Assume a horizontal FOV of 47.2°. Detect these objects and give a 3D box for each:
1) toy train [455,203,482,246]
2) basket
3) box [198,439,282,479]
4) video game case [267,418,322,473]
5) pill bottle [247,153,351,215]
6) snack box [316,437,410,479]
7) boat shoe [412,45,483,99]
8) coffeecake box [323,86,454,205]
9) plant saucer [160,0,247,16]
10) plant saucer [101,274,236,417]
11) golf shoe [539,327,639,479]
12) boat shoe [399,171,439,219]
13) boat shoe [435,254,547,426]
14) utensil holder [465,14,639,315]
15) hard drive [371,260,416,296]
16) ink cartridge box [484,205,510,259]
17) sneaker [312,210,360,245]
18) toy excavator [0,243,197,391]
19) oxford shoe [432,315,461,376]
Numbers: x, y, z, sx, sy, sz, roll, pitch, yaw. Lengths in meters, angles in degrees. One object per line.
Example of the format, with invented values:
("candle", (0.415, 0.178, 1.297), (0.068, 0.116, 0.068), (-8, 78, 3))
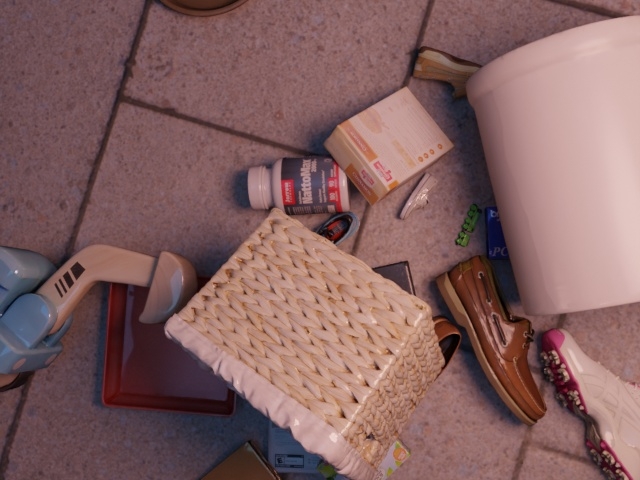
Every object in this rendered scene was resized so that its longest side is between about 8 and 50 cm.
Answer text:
("toy train", (0.274, -0.027, 1.347), (0.023, 0.017, 0.083), (24, 90, -3))
("basket", (-0.003, 0.179, 1.161), (0.331, 0.328, 0.266), (33, 76, 26))
("box", (-0.156, 0.492, 1.357), (0.201, 0.021, 0.164), (-41, 83, 10))
("video game case", (0.008, 0.334, 1.357), (0.212, 0.023, 0.194), (0, 88, 7))
("pill bottle", (-0.037, -0.100, 1.340), (0.180, 0.108, 0.108), (-4, 87, 6))
("snack box", (0.077, 0.392, 1.314), (0.141, 0.037, 0.100), (-45, 85, 3))
("boat shoe", (0.261, -0.292, 1.344), (0.190, 0.068, 0.072), (24, 102, 17))
("coffeecake box", (0.122, -0.169, 1.298), (0.185, 0.068, 0.142), (-34, 83, -33))
("plant saucer", (-0.218, -0.564, 1.416), (0.277, 0.041, 0.278), (0, 88, 7))
("plant saucer", (-0.274, 0.191, 1.383), (0.259, 0.048, 0.259), (3, 88, 7))
("golf shoe", (0.497, 0.272, 1.272), (0.140, 0.115, 0.306), (-30, 91, -6))
("boat shoe", (0.184, -0.076, 1.352), (0.035, 0.035, 0.100), (34, 85, 9))
("boat shoe", (0.320, 0.171, 1.278), (0.104, 0.110, 0.307), (-32, 85, 16))
("utensil holder", (0.429, -0.100, 1.140), (0.327, 0.327, 0.386), (-13, 85, 6))
("hard drive", (0.131, 0.112, 1.353), (0.094, 0.022, 0.135), (-13, 86, 6))
("ink cartridge box", (0.403, -0.017, 1.317), (0.207, 0.046, 0.097), (-2, 86, 7))
("sneaker", (0.000, 0.000, 1.347), (0.162, 0.073, 0.063), (-43, 84, 3))
("toy excavator", (-0.504, 0.102, 1.312), (0.433, 0.222, 0.445), (40, 93, 10))
("oxford shoe", (0.177, 0.235, 1.308), (0.076, 0.076, 0.212), (30, 94, -22))
